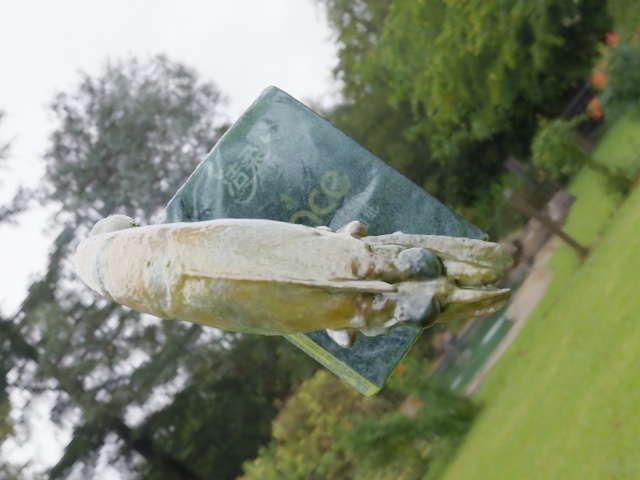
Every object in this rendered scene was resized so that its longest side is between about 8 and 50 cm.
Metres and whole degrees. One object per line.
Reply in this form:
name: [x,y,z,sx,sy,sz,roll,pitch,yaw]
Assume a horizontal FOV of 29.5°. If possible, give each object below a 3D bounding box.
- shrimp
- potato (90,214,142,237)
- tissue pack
shrimp: [-0.018,0.020,0.786,0.168,0.317,0.077,-6,-80,-60]
potato: [-0.165,0.009,1.012,0.046,0.045,0.092,-57,34,28]
tissue pack: [0.000,0.000,1.145,0.185,0.257,0.081,-53,-6,-18]
